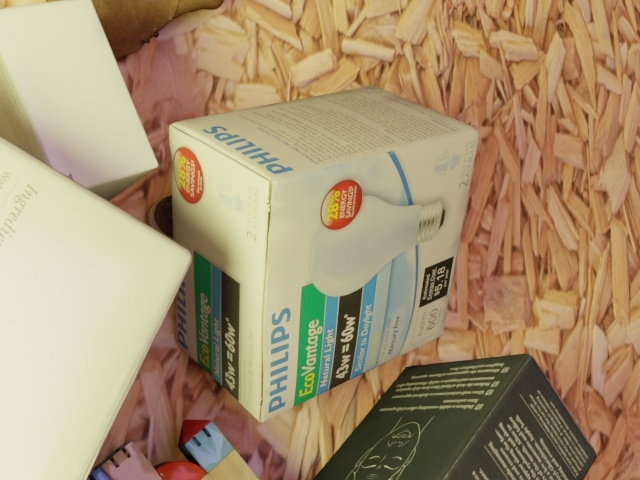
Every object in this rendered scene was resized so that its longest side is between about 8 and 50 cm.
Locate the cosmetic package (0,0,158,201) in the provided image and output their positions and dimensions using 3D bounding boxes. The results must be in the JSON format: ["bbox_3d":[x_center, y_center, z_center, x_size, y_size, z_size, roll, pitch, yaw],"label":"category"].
[{"bbox_3d":[-0.345,-0.150,0.961,0.138,0.224,0.224,-23,93,-36],"label":"cosmetic package"}]

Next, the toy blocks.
[{"bbox_3d":[-0.220,0.377,0.967,0.381,0.191,0.261,-38,88,-28],"label":"toy blocks"}]

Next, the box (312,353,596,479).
[{"bbox_3d":[0.173,0.384,1.143,0.395,0.293,0.212,-42,103,-33],"label":"box"}]

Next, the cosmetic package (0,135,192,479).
[{"bbox_3d":[-0.418,0.078,0.791,0.393,0.329,0.327,33,62,-23],"label":"cosmetic package"}]

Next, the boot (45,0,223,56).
[{"bbox_3d":[-0.275,-0.350,1.156,0.305,0.112,0.115,-18,119,-40],"label":"boot"}]

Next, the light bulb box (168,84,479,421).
[{"bbox_3d":[0.000,0.000,1.069,0.361,0.225,0.358,-19,126,-36],"label":"light bulb box"}]

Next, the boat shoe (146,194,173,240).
[{"bbox_3d":[-0.122,-0.040,1.167,0.285,0.092,0.103,-2,80,-35],"label":"boat shoe"}]
